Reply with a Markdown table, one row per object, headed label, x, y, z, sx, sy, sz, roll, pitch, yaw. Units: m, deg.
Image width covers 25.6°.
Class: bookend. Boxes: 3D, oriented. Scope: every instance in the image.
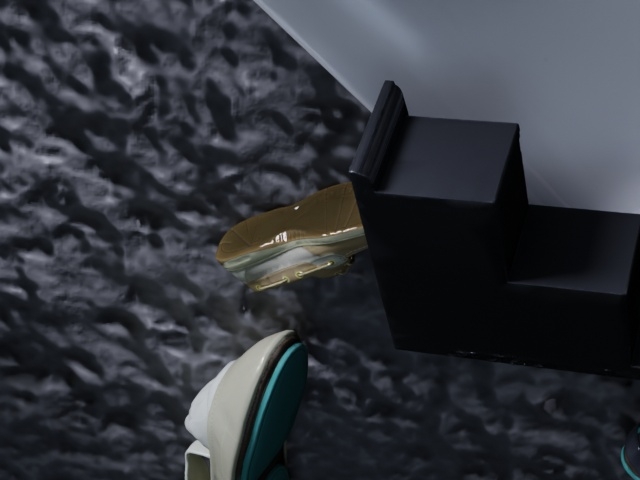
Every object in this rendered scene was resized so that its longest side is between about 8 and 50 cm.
| label | x | y | z | sx | sy | sz | roll | pitch | yaw |
| --- | --- | --- | --- | --- | --- | --- | --- | --- | --- |
| bookend | 0.111 | -0.004 | 0.782 | 0.156 | 0.072 | 0.157 | 5 | 141 | 21 |

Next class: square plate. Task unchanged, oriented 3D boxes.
| label | x | y | z | sx | sy | sz | roll | pitch | yaw |
| --- | --- | --- | --- | --- | --- | --- | --- | --- | --- |
| square plate | 0.159 | -0.132 | 0.713 | 0.347 | 0.049 | 0.344 | 41 | 136 | -22 |

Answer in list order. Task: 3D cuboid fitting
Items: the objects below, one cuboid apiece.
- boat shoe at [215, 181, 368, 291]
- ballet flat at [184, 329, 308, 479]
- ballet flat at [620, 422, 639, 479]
| label | x | y | z | sx | sy | sz | roll | pitch | yaw |
| --- | --- | --- | --- | --- | --- | --- | --- | --- | --- |
| boat shoe | 0.000 | 0.000 | 0.886 | 0.135 | 0.050 | 0.045 | -13 | 129 | 31 |
| ballet flat | -0.061 | 0.150 | 0.999 | 0.086 | 0.086 | 0.248 | 8 | 130 | 3 |
| ballet flat | 0.301 | 0.177 | 0.963 | 0.203 | 0.074 | 0.074 | 32 | 126 | -13 |
